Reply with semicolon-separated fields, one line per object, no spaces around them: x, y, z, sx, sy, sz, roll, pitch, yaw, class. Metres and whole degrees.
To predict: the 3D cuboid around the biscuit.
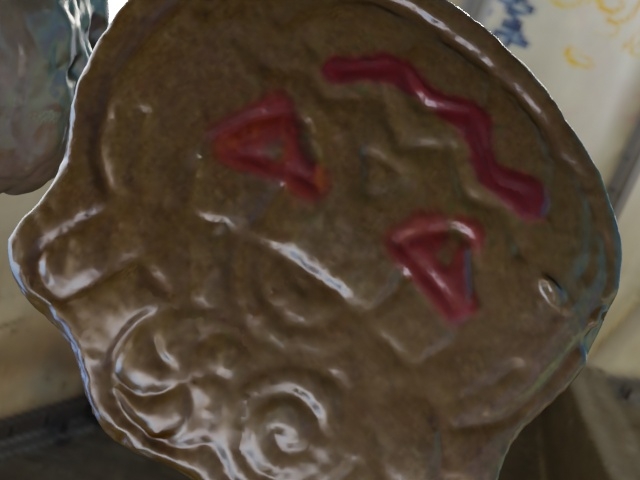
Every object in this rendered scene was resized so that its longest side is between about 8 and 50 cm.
0.000;0.000;0.625;0.273;0.257;0.049;32;173;-1;biscuit

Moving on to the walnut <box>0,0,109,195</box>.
-0.296;-0.165;1.112;0.273;0.273;0.227;33;-147;25;walnut
